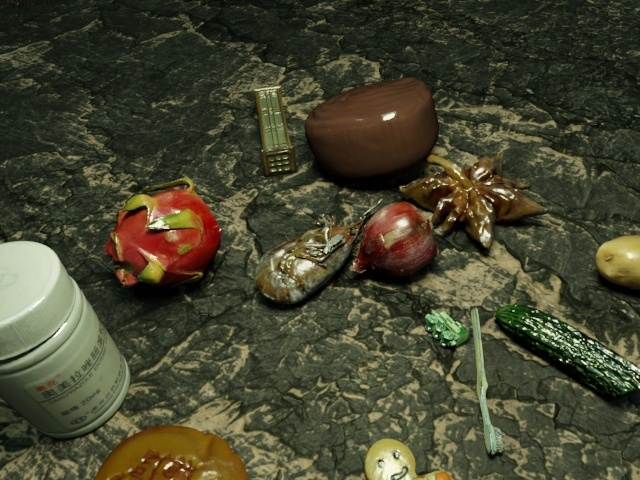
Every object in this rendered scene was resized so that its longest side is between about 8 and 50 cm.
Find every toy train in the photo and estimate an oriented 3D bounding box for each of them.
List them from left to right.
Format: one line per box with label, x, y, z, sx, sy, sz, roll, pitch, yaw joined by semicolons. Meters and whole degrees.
toy train;0.240;0.168;1.001;0.053;0.033;0.083;-23;48;-22

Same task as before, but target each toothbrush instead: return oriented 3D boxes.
toothbrush;0.290;0.238;0.935;0.028;0.026;0.294;11;46;-9

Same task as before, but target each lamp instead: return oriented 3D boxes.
lamp;-0.132;-0.316;1.461;0.089;0.090;0.325;-9;47;-4

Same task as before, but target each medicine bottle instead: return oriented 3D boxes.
medicine bottle;-0.462;0.170;0.861;0.190;0.332;0.190;-3;46;3

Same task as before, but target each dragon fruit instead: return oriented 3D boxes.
dragon fruit;-0.330;-0.005;1.101;0.227;0.224;0.224;-18;45;-32

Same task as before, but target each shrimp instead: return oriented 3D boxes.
shrimp;0.004;0.006;1.119;0.343;0.116;0.145;-38;55;-19

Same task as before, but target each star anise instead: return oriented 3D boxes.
star anise;0.341;-0.118;1.213;0.292;0.109;0.349;-7;45;-7

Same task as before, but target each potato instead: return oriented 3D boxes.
potato;0.638;0.044;1.029;0.178;0.118;0.109;1;81;-12

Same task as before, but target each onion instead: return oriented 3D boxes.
onion;0.145;0.010;1.089;0.195;0.159;0.159;-30;47;8

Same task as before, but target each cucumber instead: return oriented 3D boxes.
cucumber;0.439;0.186;0.935;0.077;0.077;0.265;-37;55;-26

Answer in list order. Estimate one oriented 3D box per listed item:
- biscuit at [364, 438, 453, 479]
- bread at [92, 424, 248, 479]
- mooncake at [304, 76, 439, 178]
biscuit;0.143;0.409;0.786;0.153;0.030;0.234;-19;48;-14
bread;-0.223;0.408;0.739;0.270;0.148;0.270;-3;46;3
mooncake;0.137;-0.295;1.306;0.334;0.174;0.326;-35;33;-16
